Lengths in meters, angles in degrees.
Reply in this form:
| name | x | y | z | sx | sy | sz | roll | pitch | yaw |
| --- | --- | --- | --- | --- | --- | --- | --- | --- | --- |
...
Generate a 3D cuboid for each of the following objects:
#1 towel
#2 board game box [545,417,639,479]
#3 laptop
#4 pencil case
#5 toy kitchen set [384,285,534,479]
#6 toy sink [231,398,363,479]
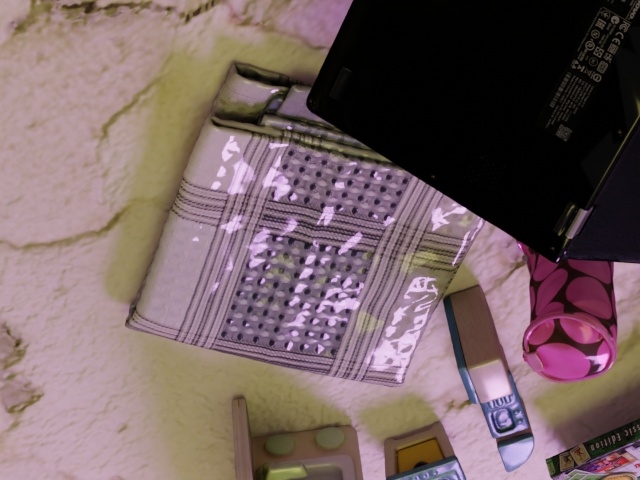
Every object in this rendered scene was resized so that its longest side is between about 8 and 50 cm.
| name | x | y | z | sx | sy | sz | roll | pitch | yaw |
| --- | --- | --- | --- | --- | --- | --- | --- | --- | --- |
| towel | 0.000 | 0.000 | 1.673 | 0.312 | 0.056 | 0.324 | 15 | 121 | -16 |
| board game box | 0.387 | 0.216 | 1.836 | 0.260 | 0.030 | 0.136 | -28 | 146 | 22 |
| laptop | 0.270 | -0.193 | 1.451 | 0.408 | 0.236 | 0.382 | 32 | 117 | 11 |
| pencil case | 0.235 | 0.048 | 1.637 | 0.098 | 0.209 | 0.095 | -14 | 120 | 17 |
| toy kitchen set | 0.127 | 0.183 | 1.773 | 0.166 | 0.122 | 0.207 | -18 | 124 | 7 |
| toy sink | -0.015 | 0.292 | 1.817 | 0.131 | 0.153 | 0.234 | -8 | 124 | -1 |
